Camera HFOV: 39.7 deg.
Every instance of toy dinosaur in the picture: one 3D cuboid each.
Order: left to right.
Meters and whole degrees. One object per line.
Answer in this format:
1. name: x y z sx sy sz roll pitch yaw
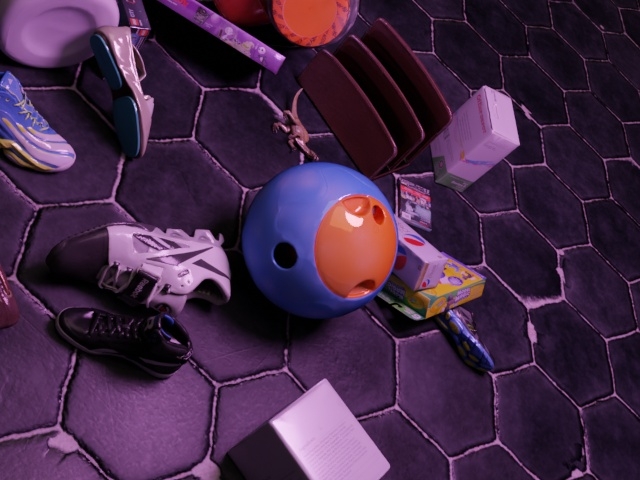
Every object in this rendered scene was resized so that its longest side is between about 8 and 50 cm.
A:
1. toy dinosaur: -0.059 -0.252 1.949 0.092 0.053 0.183 8 61 -51

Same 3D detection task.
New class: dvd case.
1. dvd case: 0.217 -0.083 2.044 0.087 0.013 0.120 21 48 -23

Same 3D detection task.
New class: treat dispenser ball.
1. treat dispenser ball: 0.000 0.000 1.627 0.288 0.288 0.288 19 50 -25

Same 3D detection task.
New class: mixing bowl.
1. mixing bowl: -0.188 -0.551 2.000 0.182 0.098 0.181 61 9 -17

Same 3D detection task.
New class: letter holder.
1. letter holder: 0.127 -0.326 2.009 0.152 0.214 0.302 -23 75 -44

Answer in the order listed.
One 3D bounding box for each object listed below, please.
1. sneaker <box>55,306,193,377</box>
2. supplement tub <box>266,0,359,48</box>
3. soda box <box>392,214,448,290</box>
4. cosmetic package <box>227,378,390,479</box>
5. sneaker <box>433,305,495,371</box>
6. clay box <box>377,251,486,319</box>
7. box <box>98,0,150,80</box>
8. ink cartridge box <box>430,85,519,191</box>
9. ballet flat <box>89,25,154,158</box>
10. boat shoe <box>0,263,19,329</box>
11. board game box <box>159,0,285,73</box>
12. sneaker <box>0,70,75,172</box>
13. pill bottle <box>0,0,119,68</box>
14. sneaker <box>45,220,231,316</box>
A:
1. sneaker: -0.304 0.138 1.420 0.216 0.121 0.079 25 47 -20
2. supplement tub: -0.012 -0.559 2.011 0.207 0.207 0.338 34 23 -11
3. soda box: 0.161 0.012 1.828 0.069 0.074 0.216 -6 36 -39
4. cosmetic package: -0.020 0.358 1.450 0.151 0.151 0.184 -29 80 -45
5. sneaker: 0.312 0.192 1.877 0.078 0.067 0.188 -25 73 -38
6. clay box: 0.229 0.094 1.857 0.222 0.053 0.127 -15 37 -43
7. box: -0.410 -0.454 1.745 0.044 0.159 0.233 -2 62 -37
8. ink cartridge box: 0.366 -0.241 2.125 0.093 0.212 0.154 18 50 -26
9. ballet flat: -0.352 -0.279 1.650 0.086 0.086 0.249 -32 116 -45
10. boat shoe: -0.557 -0.012 1.358 0.123 0.123 0.342 -8 64 -55
11. board game box: -0.241 -0.468 1.880 0.346 0.056 0.208 30 12 -16
12. sneaker: -0.520 -0.208 1.508 0.240 0.126 0.091 26 47 -18
13. pill bottle: -0.541 -0.548 1.667 0.229 0.229 0.408 -5 62 -39
14. sneaker: -0.289 0.057 1.491 0.330 0.122 0.146 1 57 -36
